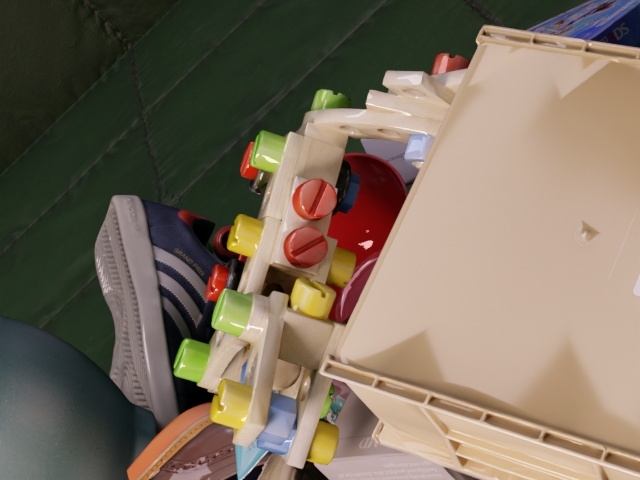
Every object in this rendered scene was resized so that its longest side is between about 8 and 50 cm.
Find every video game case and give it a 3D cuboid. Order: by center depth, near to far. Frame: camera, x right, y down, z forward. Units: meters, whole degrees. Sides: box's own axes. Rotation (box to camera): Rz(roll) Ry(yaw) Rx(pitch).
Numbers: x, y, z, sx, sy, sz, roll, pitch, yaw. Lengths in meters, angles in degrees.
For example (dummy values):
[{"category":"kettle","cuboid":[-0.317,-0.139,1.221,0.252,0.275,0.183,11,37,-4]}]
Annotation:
[{"category":"video game case","cuboid":[0.203,-0.151,1.212,0.244,0.061,0.269,-21,11,47]}]

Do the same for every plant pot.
[{"category":"plant pot","cuboid":[-0.266,0.222,1.280,0.293,0.196,0.293,-164,90,-73]}]

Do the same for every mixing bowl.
[{"category":"mixing bowl","cuboid":[0.026,0.028,1.170,0.181,0.098,0.181,-25,46,28]}]

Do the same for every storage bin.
[{"category":"storage bin","cuboid":[0.175,0.022,0.842,0.260,0.123,0.262,15,69,32]}]

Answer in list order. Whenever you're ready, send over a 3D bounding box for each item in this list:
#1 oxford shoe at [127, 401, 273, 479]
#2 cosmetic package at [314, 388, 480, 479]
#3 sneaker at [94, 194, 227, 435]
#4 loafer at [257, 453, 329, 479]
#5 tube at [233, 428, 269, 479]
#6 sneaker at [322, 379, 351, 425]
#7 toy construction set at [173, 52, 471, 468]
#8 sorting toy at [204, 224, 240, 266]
[{"category":"oxford shoe","cuboid":[-0.157,0.291,1.134,0.364,0.130,0.132,-52,30,-14]},{"category":"cosmetic package","cuboid":[0.108,0.096,1.025,0.127,0.107,0.238,-16,33,45]},{"category":"sneaker","cuboid":[-0.143,0.092,1.469,0.131,0.148,0.350,121,147,-42]},{"category":"loafer","cuboid":[-0.035,0.250,1.015,0.092,0.102,0.268,-24,31,30]},{"category":"tube","cuboid":[-0.049,0.122,1.173,0.080,0.052,0.207,-50,22,13]},{"category":"sneaker","cuboid":[0.024,0.120,1.208,0.076,0.065,0.166,-31,20,-13]},{"category":"toy construction set","cuboid":[0.000,0.000,1.004,0.328,0.151,0.215,-60,10,-13]},{"category":"sorting toy","cuboid":[-0.127,0.020,1.627,0.102,0.061,0.042,-15,-17,-13]}]
